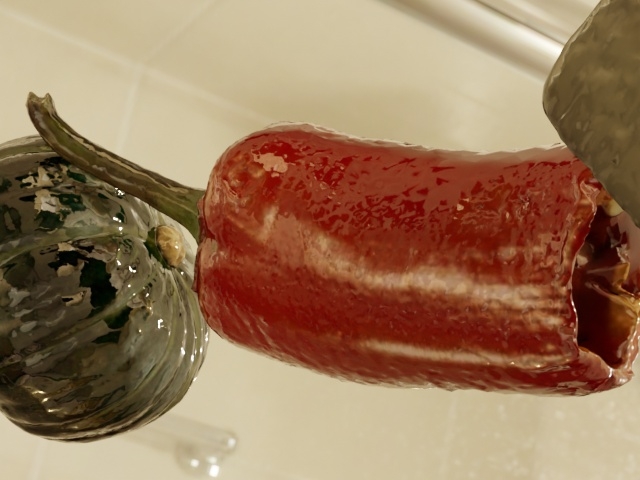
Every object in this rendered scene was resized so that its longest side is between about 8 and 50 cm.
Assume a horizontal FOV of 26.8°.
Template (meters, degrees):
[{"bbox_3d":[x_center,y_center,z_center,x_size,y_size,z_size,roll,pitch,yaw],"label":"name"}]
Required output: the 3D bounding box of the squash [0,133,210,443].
[{"bbox_3d":[-0.170,0.033,0.897,0.172,0.218,0.218,-11,-127,19],"label":"squash"}]

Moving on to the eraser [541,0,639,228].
[{"bbox_3d":[0.256,-0.006,0.490,0.111,0.352,0.077,-58,-160,34],"label":"eraser"}]

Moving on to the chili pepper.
[{"bbox_3d":[0.000,0.005,0.707,0.338,0.131,0.135,5,-102,28],"label":"chili pepper"}]
